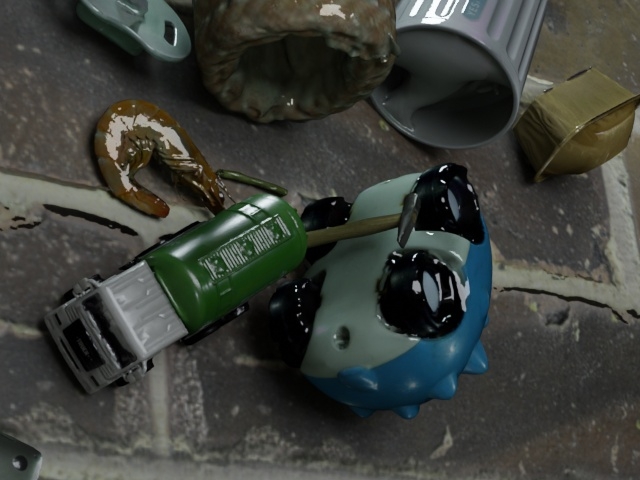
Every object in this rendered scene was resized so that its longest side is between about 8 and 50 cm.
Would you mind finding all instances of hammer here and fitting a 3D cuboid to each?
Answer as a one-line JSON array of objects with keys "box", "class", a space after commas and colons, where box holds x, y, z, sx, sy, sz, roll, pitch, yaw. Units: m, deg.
[{"box": [0.000, 0.000, 1.616, 0.013, 0.199, 0.062, 55, 35, -34], "class": "hammer"}]

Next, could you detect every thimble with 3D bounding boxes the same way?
[{"box": [-0.029, -0.213, 1.670, 0.196, 0.229, 0.148, 6, 67, -22], "class": "thimble"}]

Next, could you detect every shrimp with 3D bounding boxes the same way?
[{"box": [-0.145, -0.062, 1.624, 0.162, 0.045, 0.095, 47, 48, -16], "class": "shrimp"}]

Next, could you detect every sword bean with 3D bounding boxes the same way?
[{"box": [-0.067, -0.058, 1.712, 0.083, 0.012, 0.012, 17, 60, -32], "class": "sword bean"}]

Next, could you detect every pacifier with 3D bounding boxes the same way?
[{"box": [-0.168, -0.240, 1.645, 0.150, 0.116, 0.127, 36, 25, -18], "class": "pacifier"}]

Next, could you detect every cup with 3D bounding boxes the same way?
[{"box": [0.137, -0.240, 1.868, 0.221, 0.167, 0.202, 43, 45, -19], "class": "cup"}]

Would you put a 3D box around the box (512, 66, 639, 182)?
[{"box": [0.300, -0.130, 1.998, 0.177, 0.111, 0.111, -29, 90, -44], "class": "box"}]

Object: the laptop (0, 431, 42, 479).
[{"box": [-0.351, 0.194, 1.347, 0.269, 0.015, 0.188, 30, 53, -26], "class": "laptop"}]

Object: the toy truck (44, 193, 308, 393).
[{"box": [-0.119, 0.041, 1.543, 0.242, 0.125, 0.101, -32, 93, -43], "class": "toy truck"}]

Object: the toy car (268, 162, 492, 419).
[{"box": [0.078, 0.059, 1.663, 0.190, 0.188, 0.255, 52, 36, -32], "class": "toy car"}]
